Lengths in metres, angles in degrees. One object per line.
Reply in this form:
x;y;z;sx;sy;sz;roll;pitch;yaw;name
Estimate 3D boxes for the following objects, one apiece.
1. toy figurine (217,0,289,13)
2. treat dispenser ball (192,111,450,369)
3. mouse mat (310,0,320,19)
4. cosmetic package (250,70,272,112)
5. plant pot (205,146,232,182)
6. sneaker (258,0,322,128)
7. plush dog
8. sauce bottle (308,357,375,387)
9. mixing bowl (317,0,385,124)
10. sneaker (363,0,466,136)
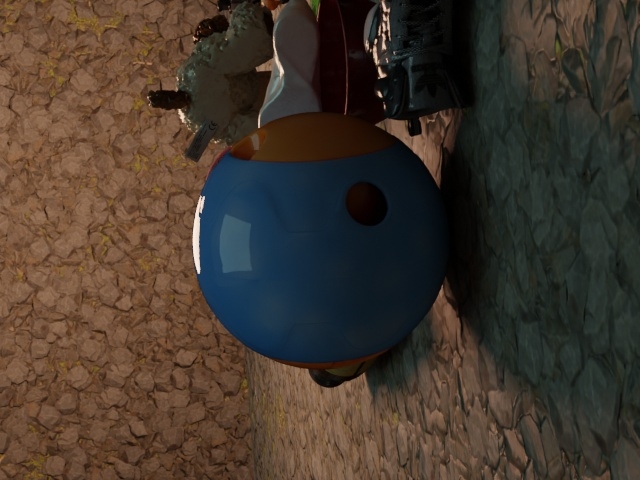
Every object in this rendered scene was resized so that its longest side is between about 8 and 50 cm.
-0.129;-0.482;2.088;0.213;0.148;0.209;94;172;-49;toy figurine
0.000;0.000;1.194;0.288;0.288;0.288;175;90;-79;treat dispenser ball
-0.005;-0.458;1.777;0.190;0.007;0.153;109;154;-67;mouse mat
-0.067;-0.138;1.866;0.129;0.153;0.296;124;138;-72;cosmetic package
-0.102;-0.077;2.027;0.180;0.201;0.201;61;-159;-75;plant pot
-0.032;-0.209;1.365;0.094;0.080;0.212;-89;8;-55;sneaker
-0.162;-0.238;1.696;0.225;0.210;0.262;-114;15;-77;plush dog
0.035;0.143;1.557;0.344;0.111;0.111;115;149;-66;sauce bottle
0.059;-0.215;1.298;0.181;0.098;0.181;176;90;-80;mixing bowl
0.104;-0.213;1.072;0.268;0.101;0.153;95;166;-66;sneaker
